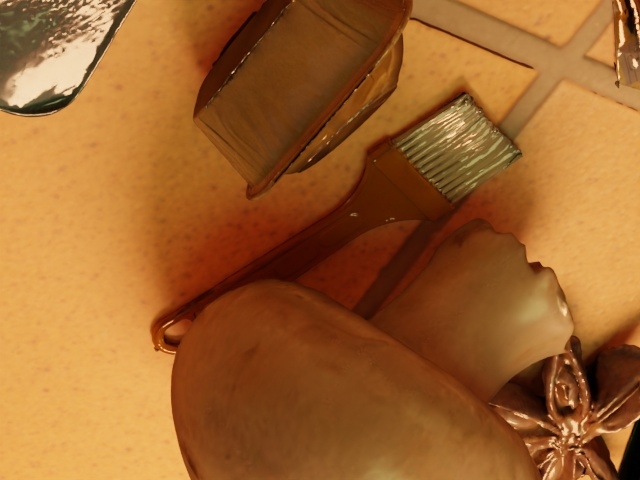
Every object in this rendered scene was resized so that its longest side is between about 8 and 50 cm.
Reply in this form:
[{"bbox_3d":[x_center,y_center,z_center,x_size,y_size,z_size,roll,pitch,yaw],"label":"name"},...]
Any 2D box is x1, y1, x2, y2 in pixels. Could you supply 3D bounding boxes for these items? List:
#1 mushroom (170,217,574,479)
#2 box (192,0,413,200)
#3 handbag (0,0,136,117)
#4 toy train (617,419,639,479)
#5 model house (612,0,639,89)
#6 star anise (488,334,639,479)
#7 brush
[{"bbox_3d":[0.046,0.112,1.418,0.297,0.297,0.290,42,77,-39],"label":"mushroom"},{"bbox_3d":[-0.006,-0.109,1.297,0.111,0.111,0.177,25,121,-32],"label":"box"},{"bbox_3d":[-0.224,-0.179,1.200,0.229,0.062,0.179,19,124,-29],"label":"handbag"},{"bbox_3d":[0.290,0.167,1.658,0.042,0.044,0.209,-2,132,-15],"label":"toy train"},{"bbox_3d":[0.309,-0.150,1.317,0.219,0.136,0.207,-19,131,2],"label":"model house"},{"bbox_3d":[0.186,0.146,1.605,0.171,0.063,0.208,-1,135,-8],"label":"star anise"},{"bbox_3d":[0.000,0.000,1.453,0.314,0.017,0.090,-33,131,16],"label":"brush"}]
